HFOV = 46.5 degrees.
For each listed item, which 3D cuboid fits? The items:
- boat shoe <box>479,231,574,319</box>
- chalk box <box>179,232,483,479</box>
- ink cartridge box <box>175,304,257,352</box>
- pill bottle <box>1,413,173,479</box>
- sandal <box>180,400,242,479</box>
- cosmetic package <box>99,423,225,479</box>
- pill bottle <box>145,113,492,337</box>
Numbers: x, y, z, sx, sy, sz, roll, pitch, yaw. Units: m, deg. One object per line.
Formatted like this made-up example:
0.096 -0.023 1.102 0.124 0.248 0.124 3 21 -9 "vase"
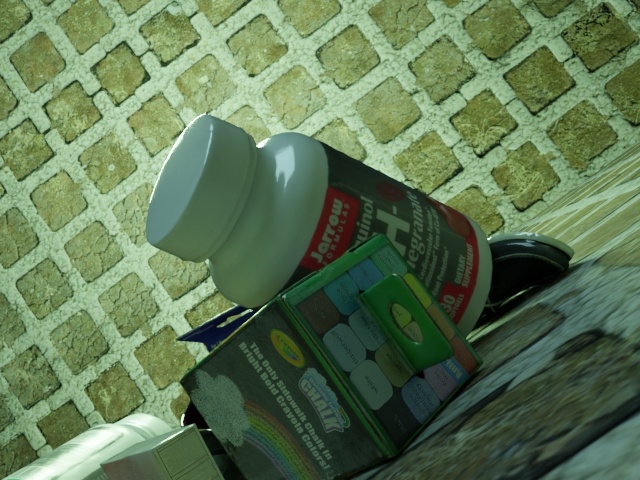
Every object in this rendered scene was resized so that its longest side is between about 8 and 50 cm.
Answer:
0.188 0.050 0.815 0.233 0.084 0.079 -33 35 61 "boat shoe"
0.018 0.091 0.562 0.132 0.132 0.213 -29 -8 -47 "chalk box"
-0.026 0.151 1.132 0.176 0.069 0.371 -29 -26 26 "ink cartridge box"
-0.404 0.446 1.298 0.204 0.204 0.361 -38 -7 23 "pill bottle"
-0.100 0.205 0.939 0.167 0.107 0.446 -66 9 -27 "sandal"
-0.183 0.280 0.866 0.060 0.099 0.239 -25 -5 -34 "cosmetic package"
0.000 0.000 0.739 0.318 0.176 0.176 23 -42 -28 "pill bottle"
